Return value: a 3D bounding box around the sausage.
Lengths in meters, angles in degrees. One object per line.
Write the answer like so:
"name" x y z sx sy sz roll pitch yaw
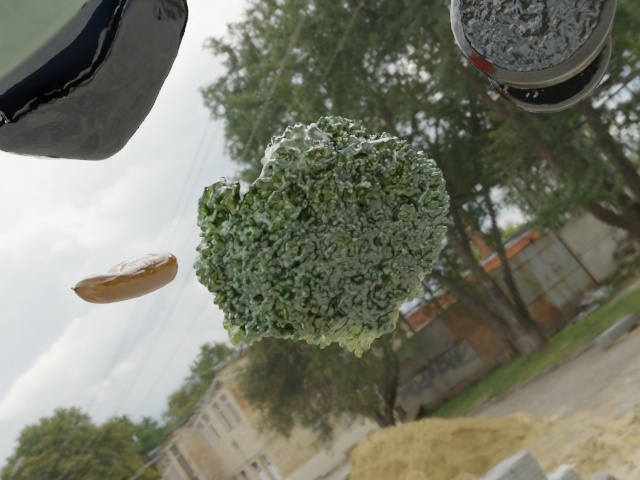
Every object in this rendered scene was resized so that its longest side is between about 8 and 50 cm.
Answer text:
"sausage" -0.250 0.051 1.037 0.062 0.054 0.183 -26 -1 31

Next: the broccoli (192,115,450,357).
"broccoli" 0.004 0.007 0.868 0.288 0.235 0.260 5 -45 -14

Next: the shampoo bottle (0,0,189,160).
"shampoo bottle" -0.201 -0.124 0.232 0.359 0.078 0.134 30 -91 -48

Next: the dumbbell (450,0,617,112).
"dumbbell" 0.155 -0.148 0.554 0.100 0.100 0.191 -41 -11 17
